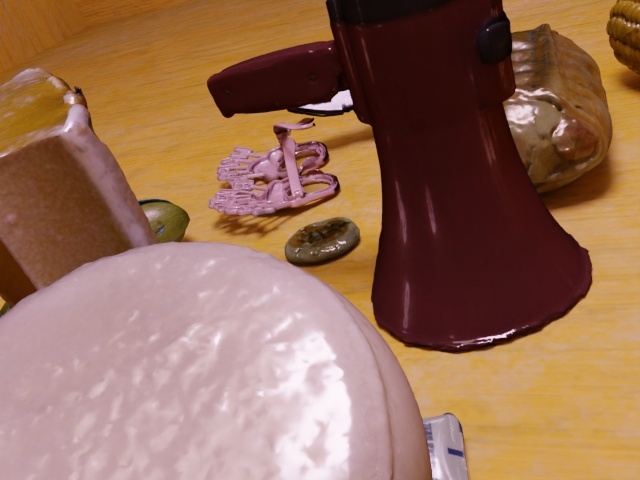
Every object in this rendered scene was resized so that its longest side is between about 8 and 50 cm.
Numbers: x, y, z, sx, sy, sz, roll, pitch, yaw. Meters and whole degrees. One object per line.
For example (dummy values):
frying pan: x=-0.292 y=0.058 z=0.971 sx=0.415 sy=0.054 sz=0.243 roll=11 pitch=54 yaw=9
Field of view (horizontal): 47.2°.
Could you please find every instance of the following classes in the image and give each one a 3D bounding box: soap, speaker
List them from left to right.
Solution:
soap: x=-0.181 y=0.019 z=0.585 sx=0.143 sy=0.281 sz=0.259 roll=-32 pitch=30 yaw=-18
speaker: x=0.068 y=-0.100 z=0.622 sx=0.198 sy=0.329 sz=0.259 roll=-33 pitch=24 yaw=-26

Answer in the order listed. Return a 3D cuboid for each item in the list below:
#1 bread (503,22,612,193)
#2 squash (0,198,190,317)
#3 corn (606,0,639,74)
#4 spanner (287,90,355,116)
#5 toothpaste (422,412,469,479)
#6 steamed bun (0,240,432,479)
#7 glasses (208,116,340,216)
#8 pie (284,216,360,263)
bread: x=0.230 y=-0.141 z=0.787 sx=0.152 sy=0.129 sz=0.267 roll=0 pitch=32 yaw=15
squash: x=-0.261 y=0.051 z=0.784 sx=0.095 sy=0.094 sz=0.341 roll=0 pitch=33 yaw=32
corn: x=0.438 y=-0.205 z=0.770 sx=0.131 sy=0.131 sz=0.344 roll=-20 pitch=27 yaw=-3
spanner: x=0.113 y=-0.205 z=0.988 sx=0.325 sy=0.095 sz=0.040 roll=-7 pitch=-13 yaw=4
toothpaste: x=-0.022 y=0.157 z=0.492 sx=0.239 sy=0.039 sz=0.062 roll=-11 pitch=38 yaw=11
steamed bun: x=-0.079 y=0.144 z=0.386 sx=0.283 sy=0.177 sz=0.283 roll=-8 pitch=47 yaw=9
glasses: x=-0.071 y=-0.102 z=0.941 sx=0.162 sy=0.095 sz=0.255 roll=-19 pitch=24 yaw=2
pie: x=0.000 y=0.000 z=0.789 sx=0.085 sy=0.017 sz=0.085 roll=-15 pitch=27 yaw=8
